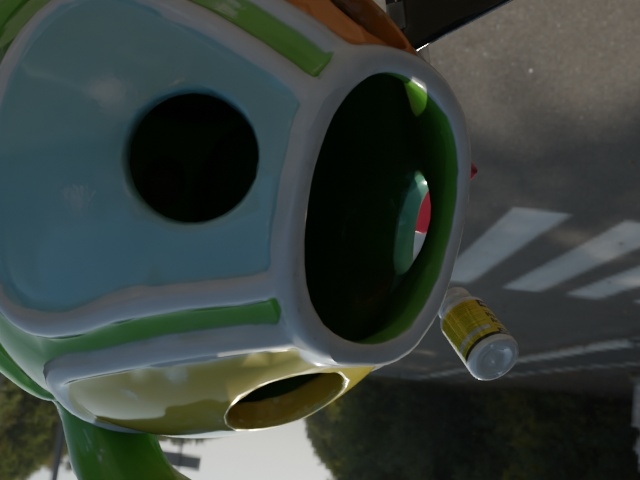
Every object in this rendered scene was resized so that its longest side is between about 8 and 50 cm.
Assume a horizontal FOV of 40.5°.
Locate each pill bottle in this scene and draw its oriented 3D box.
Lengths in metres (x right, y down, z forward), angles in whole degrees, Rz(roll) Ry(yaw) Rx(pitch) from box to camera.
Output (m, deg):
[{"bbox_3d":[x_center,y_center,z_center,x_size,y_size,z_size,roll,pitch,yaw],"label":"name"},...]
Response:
[{"bbox_3d":[0.183,0.108,1.041,0.065,0.065,0.116,12,-154,-28],"label":"pill bottle"}]

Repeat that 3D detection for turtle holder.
[{"bbox_3d":[-0.066,0.002,0.428,0.227,0.320,0.243,11,154,42],"label":"turtle holder"}]

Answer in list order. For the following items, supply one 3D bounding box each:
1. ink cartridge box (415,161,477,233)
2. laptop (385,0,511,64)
[{"bbox_3d":[0.024,-0.154,1.127,0.306,0.226,0.131,17,125,-38],"label":"ink cartridge box"},{"bbox_3d":[0.178,-0.359,0.895,0.236,0.382,0.408,-7,165,13],"label":"laptop"}]
